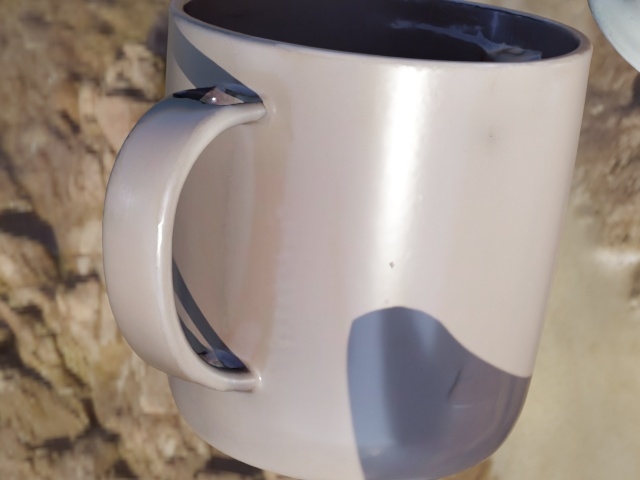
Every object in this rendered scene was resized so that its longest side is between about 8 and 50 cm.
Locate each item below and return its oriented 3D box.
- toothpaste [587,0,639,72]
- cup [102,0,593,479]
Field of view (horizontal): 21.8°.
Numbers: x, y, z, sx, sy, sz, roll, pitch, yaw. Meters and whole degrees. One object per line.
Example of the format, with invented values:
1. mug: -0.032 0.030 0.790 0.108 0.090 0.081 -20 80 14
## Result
1. toothpaste: 0.137 -0.147 0.271 0.066 0.323 0.100 15 49 -10
2. cup: 0.000 0.000 0.753 0.192 0.200 0.253 17 20 33
